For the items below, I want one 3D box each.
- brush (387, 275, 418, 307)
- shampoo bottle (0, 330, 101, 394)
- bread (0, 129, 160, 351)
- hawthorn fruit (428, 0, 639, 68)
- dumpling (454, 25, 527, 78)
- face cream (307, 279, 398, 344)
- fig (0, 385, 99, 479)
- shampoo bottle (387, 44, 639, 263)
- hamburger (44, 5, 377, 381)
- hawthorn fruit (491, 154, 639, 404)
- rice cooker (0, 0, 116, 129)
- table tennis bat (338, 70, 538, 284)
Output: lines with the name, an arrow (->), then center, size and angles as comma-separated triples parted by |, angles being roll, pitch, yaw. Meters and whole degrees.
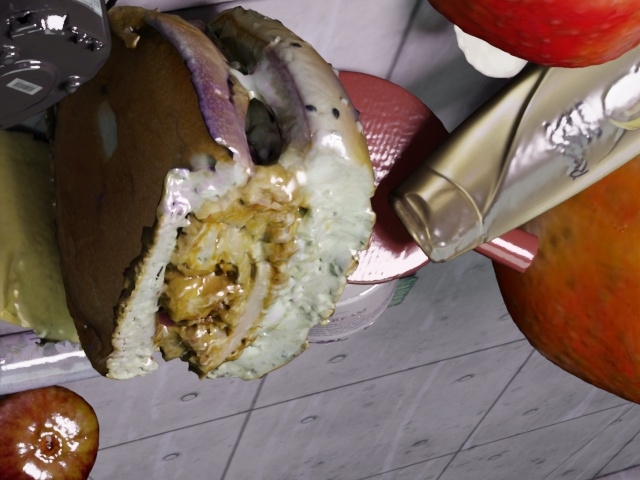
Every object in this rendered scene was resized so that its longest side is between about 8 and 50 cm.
brush -> 0.020, 0.086, 1.954 | 0.218, 0.010, 0.082 | -12, 154, -21
shampoo bottle -> -0.316, 0.133, 1.704 | 0.214, 0.072, 0.072 | -9, 153, -27
bread -> -0.285, 0.051, 1.429 | 0.236, 0.198, 0.263 | -26, 155, 27
hawthorn fruit -> 0.153, -0.260, 1.062 | 0.307, 0.265, 0.265 | 6, 144, -43
dumpling -> 0.213, -0.249, 1.313 | 0.216, 0.126, 0.166 | -19, 140, 31
face cream -> 0.000, 0.000, 1.556 | 0.177, 0.177, 0.153 | -18, 156, -8
fig -> -0.357, 0.269, 1.843 | 0.148, 0.149, 0.202 | 25, 126, -7
shampoo bottle -> 0.224, -0.108, 1.395 | 0.350, 0.125, 0.084 | -34, -161, 3
hamburger -> -0.107, -0.053, 1.238 | 0.195, 0.277, 0.318 | -4, 143, -29
hawthorn fruit -> 0.370, -0.043, 1.579 | 0.403, 0.403, 0.403 | -18, 156, -9
rice cooker -> -0.237, -0.157, 1.108 | 0.203, 0.118, 0.142 | -30, 155, 25
table tennis bat -> 0.068, -0.044, 1.448 | 0.310, 0.200, 0.038 | 23, 175, -14
